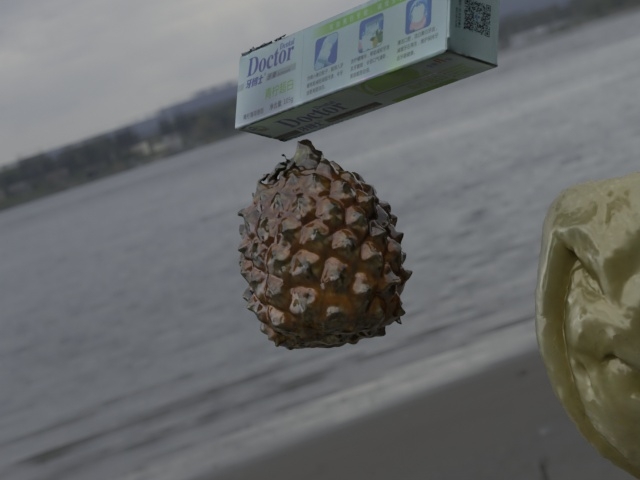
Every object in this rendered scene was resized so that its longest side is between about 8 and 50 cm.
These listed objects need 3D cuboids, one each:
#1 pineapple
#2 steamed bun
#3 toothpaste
[{"bbox_3d":[0.000,0.000,1.616,0.166,0.193,0.166,-8,-12,-2],"label":"pineapple"},{"bbox_3d":[0.340,0.068,1.747,0.230,0.324,0.372,26,14,39],"label":"steamed bun"},{"bbox_3d":[0.036,-0.168,1.674,0.067,0.081,0.336,13,-16,-33],"label":"toothpaste"}]
